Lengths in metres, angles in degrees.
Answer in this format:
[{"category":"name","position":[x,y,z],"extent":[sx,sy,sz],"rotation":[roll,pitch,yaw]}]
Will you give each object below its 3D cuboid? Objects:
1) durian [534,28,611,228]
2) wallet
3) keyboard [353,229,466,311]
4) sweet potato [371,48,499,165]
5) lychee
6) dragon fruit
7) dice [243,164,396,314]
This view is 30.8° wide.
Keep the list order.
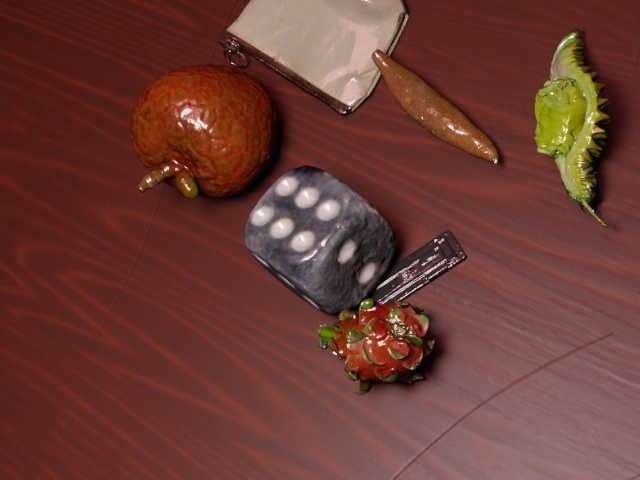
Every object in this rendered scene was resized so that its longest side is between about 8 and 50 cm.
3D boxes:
[{"category":"durian","position":[0.408,-0.191,1.856],"extent":[0.132,0.106,0.375],"rotation":[-11,60,24]},{"category":"wallet","position":[-0.004,-0.392,2.144],"extent":[0.335,0.068,0.275],"rotation":[33,87,24]},{"category":"keyboard","position":[0.140,0.061,1.912],"extent":[0.204,0.013,0.061],"rotation":[-34,60,6]},{"category":"sweet potato","position":[0.191,-0.217,1.982],"extent":[0.072,0.066,0.314],"rotation":[-46,61,7]},{"category":"lychee","position":[-0.210,-0.187,2.036],"extent":[0.255,0.255,0.300],"rotation":[7,39,26]},{"category":"dragon fruit","position":[0.077,0.168,1.837],"extent":[0.236,0.135,0.137],"rotation":[-18,59,39]},{"category":"dice","position":[0.000,0.000,1.894],"extent":[0.182,0.183,0.181],"rotation":[31,80,38]}]
